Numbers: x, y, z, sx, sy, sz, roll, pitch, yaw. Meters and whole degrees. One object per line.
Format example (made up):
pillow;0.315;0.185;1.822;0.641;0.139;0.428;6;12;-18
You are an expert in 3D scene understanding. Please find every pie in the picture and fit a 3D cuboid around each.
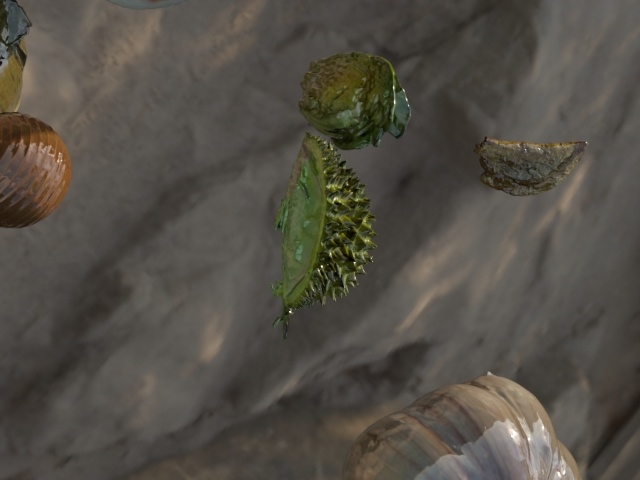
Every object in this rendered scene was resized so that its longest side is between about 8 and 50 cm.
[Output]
pie;0.290;-0.106;1.523;0.169;0.034;0.092;5;116;-16

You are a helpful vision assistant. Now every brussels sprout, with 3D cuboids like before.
brussels sprout;0.043;-0.197;1.497;0.139;0.181;0.100;-48;124;-4

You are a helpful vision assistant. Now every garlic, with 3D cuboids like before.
garlic;0.151;0.301;1.154;0.322;0.241;0.322;-41;144;-38

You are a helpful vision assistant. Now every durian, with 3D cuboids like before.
durian;0.000;0.000;1.084;0.086;0.100;0.215;8;90;-48

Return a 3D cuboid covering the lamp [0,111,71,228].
lamp;-0.353;-0.080;1.232;0.136;0.136;0.136;-44;159;-22

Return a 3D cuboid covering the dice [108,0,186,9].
dice;-0.264;-0.565;1.647;0.304;0.304;0.277;-29;149;26

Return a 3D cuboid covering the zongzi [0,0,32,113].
zongzi;-0.632;-0.113;1.716;0.467;0.218;0.500;98;14;-52
